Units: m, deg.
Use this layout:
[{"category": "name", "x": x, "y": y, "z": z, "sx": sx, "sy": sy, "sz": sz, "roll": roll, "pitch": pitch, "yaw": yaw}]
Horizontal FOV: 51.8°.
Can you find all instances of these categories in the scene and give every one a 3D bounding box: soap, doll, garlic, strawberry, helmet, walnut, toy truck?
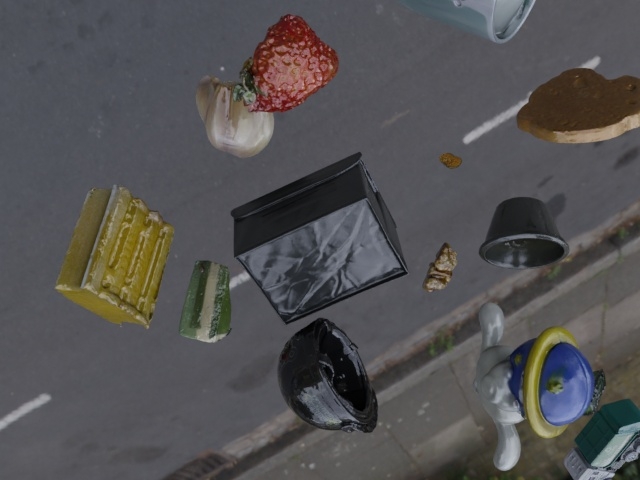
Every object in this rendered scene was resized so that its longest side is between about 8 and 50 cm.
[{"category": "soap", "x": -0.576, "y": 0.050, "z": 1.891, "sx": 0.156, "sy": 0.335, "sz": 0.293, "roll": -2, "pitch": 155, "yaw": 27}, {"category": "doll", "x": 0.362, "y": 0.287, "z": 1.187, "sx": 0.160, "sy": 0.243, "sz": 0.310, "roll": -4, "pitch": 99, "yaw": -49}, {"category": "garlic", "x": -0.229, "y": -0.311, "z": 1.740, "sx": 0.110, "sy": 0.217, "sz": 0.228, "roll": -54, "pitch": 147, "yaw": -48}, {"category": "strawberry", "x": -0.031, "y": -0.283, "z": 1.097, "sx": 0.236, "sy": 0.107, "sz": 0.175, "roll": -46, "pitch": 159, "yaw": -32}, {"category": "helmet", "x": 0.002, "y": 0.315, "z": 1.451, "sx": 0.160, "sy": 0.230, "sz": 0.278, "roll": -24, "pitch": 113, "yaw": 17}, {"category": "walnut", "x": 0.326, "y": 0.081, "z": 1.787, "sx": 0.170, "sy": 0.069, "sz": 0.142, "roll": -36, "pitch": 148, "yaw": -71}, {"category": "toy truck", "x": 0.724, "y": 0.515, "z": 1.667, "sx": 0.124, "sy": 0.114, "sz": 0.253, "roll": 15, "pitch": 117, "yaw": -24}]

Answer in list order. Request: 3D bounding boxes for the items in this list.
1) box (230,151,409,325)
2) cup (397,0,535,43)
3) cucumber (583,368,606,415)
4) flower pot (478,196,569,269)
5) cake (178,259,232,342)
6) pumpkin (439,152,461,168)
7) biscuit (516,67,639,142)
[{"category": "box", "x": 0.000, "y": -0.001, "z": 1.553, "sx": 0.345, "sy": 0.204, "sz": 0.251, "roll": -24, "pitch": 125, "yaw": 10}, {"category": "cup", "x": 0.314, "y": -0.620, "z": 1.354, "sx": 0.259, "sy": 0.275, "sz": 0.356, "roll": -13, "pitch": 126, "yaw": -60}, {"category": "cucumber", "x": 0.791, "y": 0.455, "z": 1.949, "sx": 0.193, "sy": 0.086, "sz": 0.115, "roll": -35, "pitch": 168, "yaw": -49}, {"category": "flower pot", "x": 0.625, "y": -0.030, "z": 2.045, "sx": 0.269, "sy": 0.166, "sz": 0.269, "roll": 3, "pitch": 157, "yaw": 1}, {"category": "cake", "x": -0.415, "y": 0.231, "z": 2.372, "sx": 0.158, "sy": 0.172, "sz": 0.283, "roll": 11, "pitch": 119, "yaw": 11}, {"category": "pumpkin", "x": 0.427, "y": -0.256, "z": 2.155, "sx": 0.050, "sy": 0.083, "sz": 0.028, "roll": -37, "pitch": 140, "yaw": -9}, {"category": "biscuit", "x": 0.707, "y": -0.358, "z": 1.762, "sx": 0.351, "sy": 0.312, "sz": 0.057, "roll": -51, "pitch": 139, "yaw": -38}]
